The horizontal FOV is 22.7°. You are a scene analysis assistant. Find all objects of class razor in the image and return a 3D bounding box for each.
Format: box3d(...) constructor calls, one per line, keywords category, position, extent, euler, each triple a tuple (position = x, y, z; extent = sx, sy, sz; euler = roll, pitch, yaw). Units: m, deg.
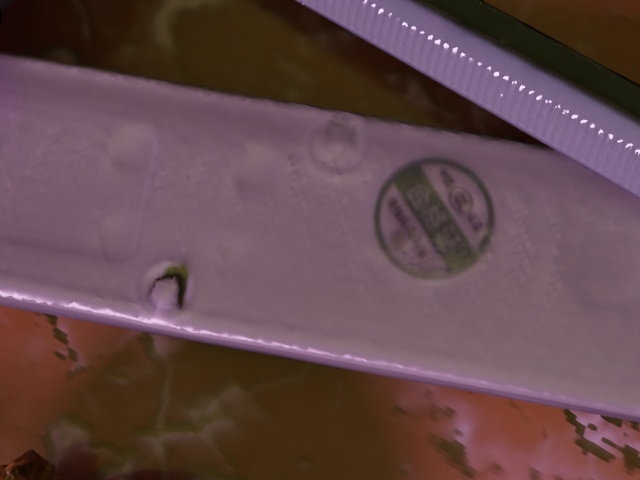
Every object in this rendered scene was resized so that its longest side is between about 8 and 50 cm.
box3d(category="razor", position=(0.035, -0.083, 0.565), extent=(0.278, 0.056, 0.111), euler=(38, 47, 14))

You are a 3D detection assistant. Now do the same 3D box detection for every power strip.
box3d(category="power strip", position=(0.000, 0.000, 0.587), extent=(0.385, 0.062, 0.091), euler=(10, 80, 6))

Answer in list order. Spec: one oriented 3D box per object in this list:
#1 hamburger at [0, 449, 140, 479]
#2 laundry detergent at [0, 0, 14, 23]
box3d(category="hamburger", position=(-0.079, 0.157, 0.576), extent=(0.147, 0.083, 0.138), euler=(26, 89, 3))
box3d(category="laundry detergent", position=(-0.146, -0.149, 0.583), extent=(0.099, 0.070, 0.226), euler=(-4, 69, -16))
